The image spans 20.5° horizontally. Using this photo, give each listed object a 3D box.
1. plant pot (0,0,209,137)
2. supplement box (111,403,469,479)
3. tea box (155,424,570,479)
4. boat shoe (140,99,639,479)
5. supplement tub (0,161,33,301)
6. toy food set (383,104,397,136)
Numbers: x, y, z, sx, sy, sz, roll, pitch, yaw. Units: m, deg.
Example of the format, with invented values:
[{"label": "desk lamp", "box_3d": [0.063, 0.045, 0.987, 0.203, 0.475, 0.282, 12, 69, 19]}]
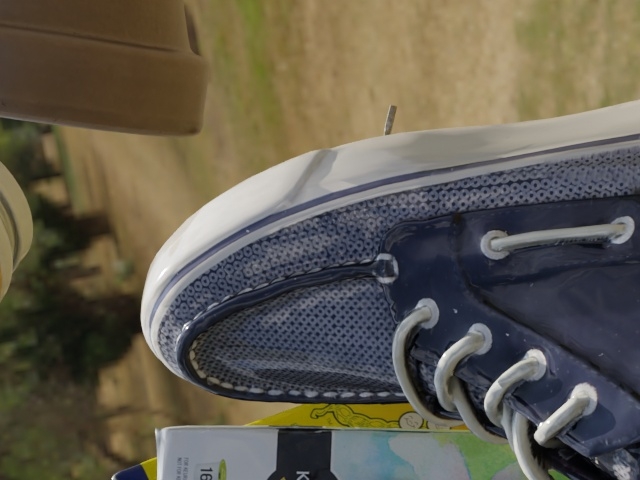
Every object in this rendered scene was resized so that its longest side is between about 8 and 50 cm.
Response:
[{"label": "plant pot", "box_3d": [-0.196, -0.200, 1.208, 0.263, 0.263, 0.229, -144, 62, -81]}, {"label": "supplement box", "box_3d": [0.018, 0.259, 1.508, 0.195, 0.357, 0.194, 61, 157, 28]}, {"label": "tea box", "box_3d": [0.058, 0.298, 1.158, 0.220, 0.324, 0.329, 67, -156, -74]}, {"label": "boat shoe", "box_3d": [0.078, 0.041, 0.727, 0.127, 0.341, 0.158, 57, -155, -43]}, {"label": "supplement tub", "box_3d": [-0.474, 0.039, 1.896, 0.316, 0.228, 0.228, -52, -35, -47]}, {"label": "toy food set", "box_3d": [0.000, 0.000, 1.433, 0.128, 0.071, 0.218, 92, -167, -77]}]
